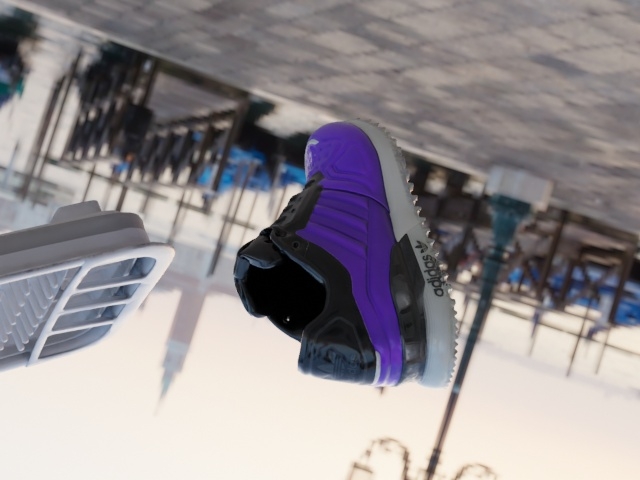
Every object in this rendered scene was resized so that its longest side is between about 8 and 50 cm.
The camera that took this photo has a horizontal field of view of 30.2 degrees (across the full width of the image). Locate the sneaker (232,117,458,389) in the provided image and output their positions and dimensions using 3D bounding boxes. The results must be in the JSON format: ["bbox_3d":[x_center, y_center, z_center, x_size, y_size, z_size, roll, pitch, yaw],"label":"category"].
[{"bbox_3d":[0.000,0.000,0.930,0.146,0.102,0.293,-4,-141,-13],"label":"sneaker"}]

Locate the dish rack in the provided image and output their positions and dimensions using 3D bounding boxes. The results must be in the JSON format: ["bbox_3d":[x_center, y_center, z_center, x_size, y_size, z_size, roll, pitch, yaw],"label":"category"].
[{"bbox_3d":[-0.314,0.059,1.029,0.333,0.072,0.285,-15,165,-29],"label":"dish rack"}]
